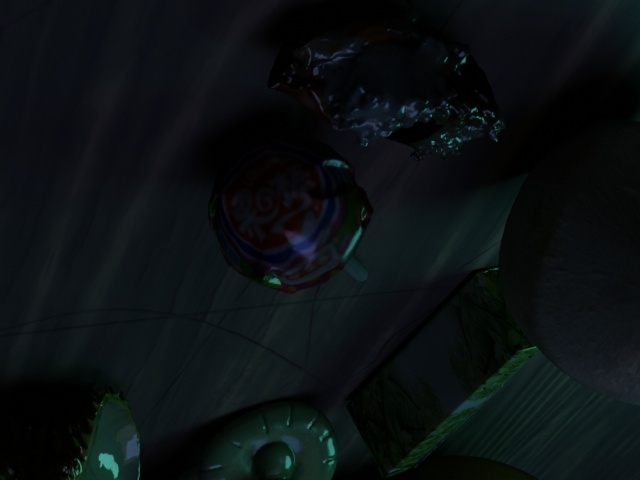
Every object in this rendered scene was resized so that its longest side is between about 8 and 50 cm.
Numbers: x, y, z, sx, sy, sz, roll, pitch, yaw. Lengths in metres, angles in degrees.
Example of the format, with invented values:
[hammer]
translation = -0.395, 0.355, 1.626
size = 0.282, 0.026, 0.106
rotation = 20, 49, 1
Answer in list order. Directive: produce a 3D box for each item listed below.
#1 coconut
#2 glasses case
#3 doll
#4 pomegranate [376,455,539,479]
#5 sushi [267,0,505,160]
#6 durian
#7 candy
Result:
[coconut]
translation = 0.284, 0.018, 1.525
size = 0.245, 0.245, 0.247
rotation = -22, -163, -5
[glasses case]
translation = 0.130, 0.138, 1.856
size = 0.062, 0.095, 0.272
rotation = -11, 154, -38
[doll]
translation = -0.084, 0.314, 1.913
size = 0.268, 0.216, 0.284
rotation = -28, 120, -15
[pomegranate]
translation = 0.183, 0.471, 2.201
size = 0.416, 0.417, 0.417
rotation = -20, 156, -9
[sushi]
translation = 0.065, -0.110, 1.272
size = 0.226, 0.103, 0.097
rotation = 5, 127, -51
[durian]
translation = -0.231, 0.209, 1.613
size = 0.144, 0.139, 0.252
rotation = -18, 157, -3
[candy]
translation = 0.000, 0.000, 1.463
size = 0.124, 0.124, 0.365
rotation = -27, 165, 6
